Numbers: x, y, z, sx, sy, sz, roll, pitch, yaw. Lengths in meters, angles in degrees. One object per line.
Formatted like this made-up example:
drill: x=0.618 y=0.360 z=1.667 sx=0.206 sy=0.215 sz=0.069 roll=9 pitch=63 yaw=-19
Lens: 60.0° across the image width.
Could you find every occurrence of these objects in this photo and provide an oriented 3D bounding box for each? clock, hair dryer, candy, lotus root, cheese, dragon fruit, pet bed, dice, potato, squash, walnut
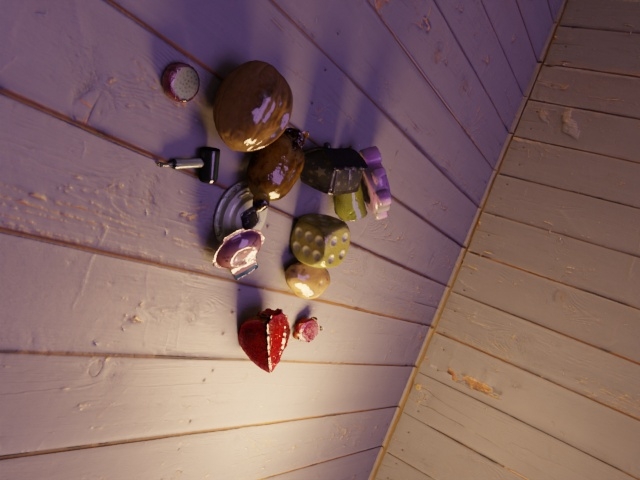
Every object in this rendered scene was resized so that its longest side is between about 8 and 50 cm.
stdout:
clock: x=-0.245 y=-0.078 z=1.805 sx=0.236 sy=0.053 sz=0.236 roll=-32 pitch=132 yaw=-44
clock: x=0.211 y=-0.222 z=2.192 sx=0.090 sy=0.247 sz=0.227 roll=-16 pitch=160 yaw=-6
hair dryer: x=-0.372 y=-0.210 z=1.555 sx=0.198 sy=0.057 sz=0.100 roll=-9 pitch=116 yaw=-44
candy: x=-0.362 y=-0.411 z=1.444 sx=0.103 sy=0.043 sz=0.103 roll=-33 pitch=134 yaw=-42
lotus root: x=-0.148 y=-0.231 z=1.765 sx=0.169 sy=0.141 sz=0.314 roll=42 pitch=67 yaw=-40
cheese: x=-0.259 y=0.048 z=1.799 sx=0.189 sy=0.074 sz=0.286 roll=-30 pitch=154 yaw=-12
dragon fruit: x=-0.206 y=0.340 z=2.030 sx=0.163 sy=0.189 sz=0.261 roll=-90 pitch=-178 yaw=-55
pet bed: x=0.049 y=-0.271 z=2.006 sx=0.211 sy=0.183 sz=0.159 roll=-13 pitch=125 yaw=-50
dice: x=0.000 y=0.000 z=2.100 sx=0.169 sy=0.169 sz=0.166 roll=-17 pitch=121 yaw=-52
potato: x=-0.043 y=0.147 z=2.164 sx=0.161 sy=0.128 sz=0.234 roll=-61 pitch=142 yaw=-18
squash: x=0.098 y=-0.228 z=2.191 sx=0.137 sy=0.137 sz=0.287 roll=-33 pitch=120 yaw=-42
dragon fruit: x=-0.064 y=0.367 z=2.325 sx=0.126 sy=0.068 sz=0.112 roll=-37 pitch=127 yaw=-21
walnut: x=-0.194 y=-0.373 z=1.564 sx=0.225 sy=0.225 sz=0.260 roll=13 pitch=103 yaw=-57
